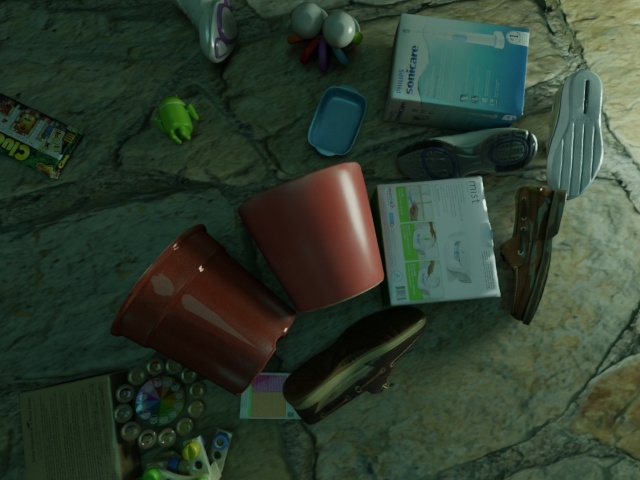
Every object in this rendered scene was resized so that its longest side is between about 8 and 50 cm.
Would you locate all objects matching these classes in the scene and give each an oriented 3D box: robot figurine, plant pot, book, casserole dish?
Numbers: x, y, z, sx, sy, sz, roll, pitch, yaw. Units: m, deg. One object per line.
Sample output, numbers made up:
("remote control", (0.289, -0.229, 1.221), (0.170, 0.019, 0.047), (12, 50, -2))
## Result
("robot figurine", (-0.349, -0.293, 0.988), (0.101, 0.067, 0.115), (-21, 81, 5))
("plant pot", (0.000, 0.000, 0.852), (0.275, 0.275, 0.242), (-22, 90, -3))
("plant pot", (-0.212, 0.151, 0.827), (0.265, 0.272, 0.272), (35, 82, -2))
("book", (-0.099, 0.337, 0.899), (0.145, 0.035, 0.096), (2, 79, -1))
("casserole dish", (0.041, -0.286, 1.001), (0.114, 0.037, 0.188), (20, 82, 3))

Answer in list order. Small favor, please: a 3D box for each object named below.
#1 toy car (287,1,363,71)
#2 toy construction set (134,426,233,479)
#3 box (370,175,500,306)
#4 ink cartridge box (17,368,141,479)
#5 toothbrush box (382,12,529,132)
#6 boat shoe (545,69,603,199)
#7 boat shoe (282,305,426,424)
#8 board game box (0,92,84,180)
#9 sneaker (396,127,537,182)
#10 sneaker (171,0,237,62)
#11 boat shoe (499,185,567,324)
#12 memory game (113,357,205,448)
("toy car", (0.007, -0.484, 0.993), (0.182, 0.159, 0.136), (18, 116, 3))
("toy construction set", (-0.269, 0.556, 0.812), (0.215, 0.151, 0.327), (-9, 70, 1))
("box", (0.243, 0.006, 0.905), (0.232, 0.127, 0.261), (-6, 80, -1))
("ink cartridge box", (-0.499, 0.410, 0.860), (0.194, 0.088, 0.234), (-12, 81, 0))
("toothbrush box", (0.312, -0.386, 0.971), (0.296, 0.126, 0.216), (7, 81, 1))
("boat shoe", (0.587, -0.237, 0.960), (0.109, 0.094, 0.301), (12, 86, 5))
("boat shoe", (0.090, 0.269, 0.882), (0.342, 0.123, 0.123), (-33, 112, -14))
("board game box", (-0.728, -0.261, 1.005), (0.260, 0.030, 0.136), (25, 84, 4))
("sneaker", (0.329, -0.199, 0.953), (0.298, 0.129, 0.110), (-2, 114, 18))
("sneaker", (-0.295, -0.572, 1.029), (0.152, 0.114, 0.304), (-10, 76, 12))
("boat shoe", (0.460, 0.030, 0.922), (0.105, 0.111, 0.306), (14, 86, 29))
("memory game", (-0.335, 0.339, 0.866), (0.187, 0.012, 0.185), (8, 72, -26))
